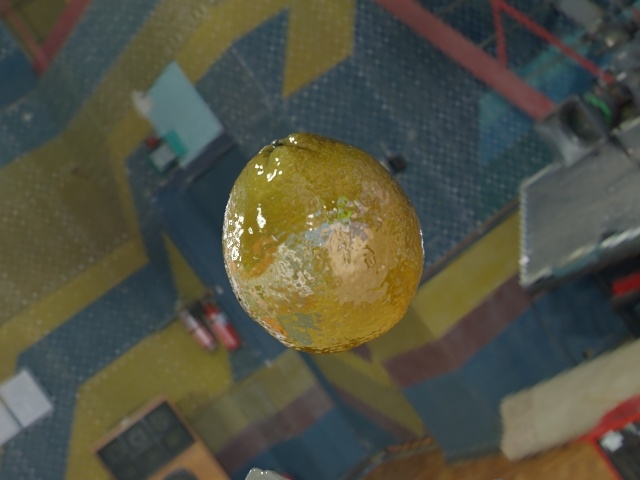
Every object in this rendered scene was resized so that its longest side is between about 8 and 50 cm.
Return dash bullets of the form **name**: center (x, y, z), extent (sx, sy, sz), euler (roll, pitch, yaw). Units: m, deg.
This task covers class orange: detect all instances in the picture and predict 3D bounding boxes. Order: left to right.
- **orange**: center (0.000, 0.000, 0.559), extent (0.085, 0.095, 0.085), euler (-20, 11, 4)

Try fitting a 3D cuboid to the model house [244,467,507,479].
- **model house**: center (0.012, 0.205, 0.796), extent (0.229, 0.188, 0.122), euler (98, -174, -57)
